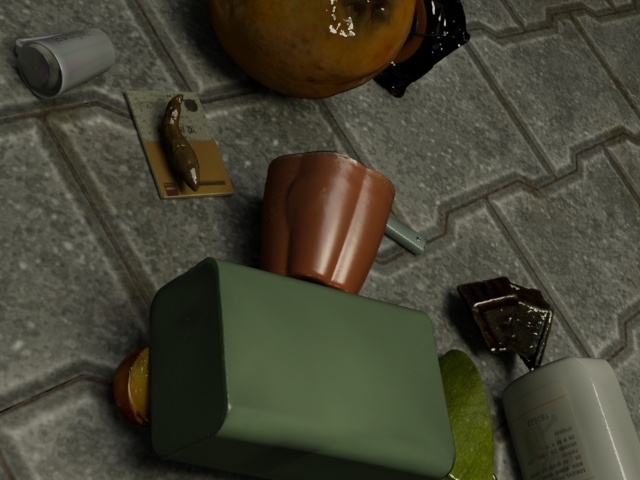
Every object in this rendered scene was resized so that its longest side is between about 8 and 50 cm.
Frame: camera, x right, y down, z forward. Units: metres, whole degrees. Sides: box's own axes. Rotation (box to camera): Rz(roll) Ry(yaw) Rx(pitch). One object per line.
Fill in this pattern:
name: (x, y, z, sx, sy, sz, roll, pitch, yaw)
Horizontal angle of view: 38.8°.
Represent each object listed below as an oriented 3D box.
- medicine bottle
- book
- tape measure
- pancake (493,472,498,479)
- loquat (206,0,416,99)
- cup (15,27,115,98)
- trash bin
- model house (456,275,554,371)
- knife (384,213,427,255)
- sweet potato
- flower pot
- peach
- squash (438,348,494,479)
medicine bottle: (0.377, 0.341, 1.293, 0.124, 0.179, 0.324, 10, 55, -34)
book: (-0.196, -0.136, 1.267, 0.118, 0.012, 0.172, -7, 67, -41)
tape measure: (0.140, -0.387, 1.579, 0.223, 0.202, 0.135, 55, 40, -2)
pancake: (0.218, 0.355, 1.272, 0.108, 0.017, 0.108, 22, 52, -31)
loquat: (-0.013, -0.376, 1.367, 0.328, 0.328, 0.328, 21, 51, -28)
cup: (-0.341, -0.241, 1.187, 0.104, 0.074, 0.116, 27, 36, 17)
trash bin: (-0.017, 0.163, 1.060, 0.343, 0.158, 0.223, 23, 49, -41)
model house: (0.280, 0.113, 1.444, 0.152, 0.106, 0.165, 22, 13, -12)
knife: (0.102, -0.034, 1.436, 0.162, 0.023, 0.044, 35, 41, -15)
sweet potato: (-0.192, -0.131, 1.230, 0.041, 0.038, 0.153, -8, 67, -19)
flower pot: (0.000, 0.000, 1.229, 0.190, 0.190, 0.173, 24, 60, -25)
peach: (-0.195, 0.168, 1.026, 0.098, 0.061, 0.098, 21, 62, -46)
squash: (0.206, 0.259, 1.256, 0.169, 0.093, 0.252, 40, 43, 4)
